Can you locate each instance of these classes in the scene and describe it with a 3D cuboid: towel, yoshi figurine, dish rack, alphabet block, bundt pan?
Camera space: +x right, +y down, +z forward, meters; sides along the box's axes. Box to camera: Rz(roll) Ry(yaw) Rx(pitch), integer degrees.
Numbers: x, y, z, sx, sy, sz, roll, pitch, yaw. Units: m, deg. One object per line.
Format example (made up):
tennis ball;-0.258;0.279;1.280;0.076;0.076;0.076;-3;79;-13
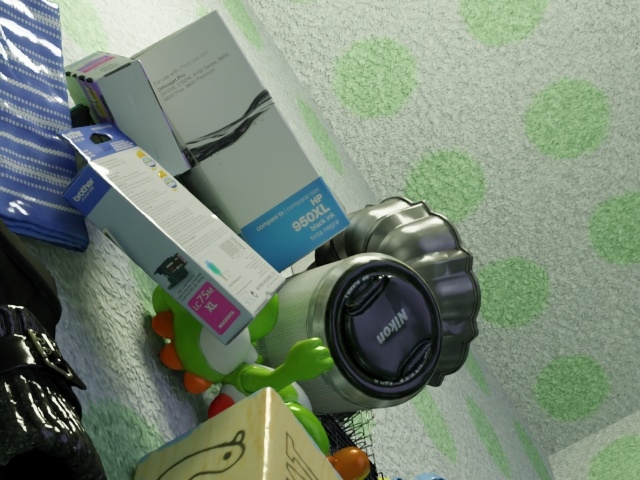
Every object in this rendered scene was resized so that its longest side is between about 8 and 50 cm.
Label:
towel;-0.354;-0.162;1.348;0.243;0.040;0.336;23;54;-63
yoshi figurine;-0.070;0.175;1.582;0.362;0.203;0.203;54;13;2
dish rack;0.023;0.299;1.978;0.208;0.074;0.272;51;17;-32
alphabet block;-0.080;0.312;1.244;0.193;0.192;0.197;53;12;-20
bundt pan;0.097;0.093;1.928;0.124;0.331;0.331;-6;62;-43

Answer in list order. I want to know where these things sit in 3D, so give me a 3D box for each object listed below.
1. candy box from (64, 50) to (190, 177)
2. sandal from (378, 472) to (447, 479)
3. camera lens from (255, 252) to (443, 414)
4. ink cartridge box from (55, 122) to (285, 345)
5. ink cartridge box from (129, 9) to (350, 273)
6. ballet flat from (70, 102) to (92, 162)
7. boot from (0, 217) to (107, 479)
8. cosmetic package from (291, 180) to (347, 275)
candy box;-0.272;-0.168;1.612;0.196;0.070;0.165;25;-38;61
sandal;0.167;0.496;1.943;0.126;0.138;0.317;54;15;-36
camera lens;0.029;0.143;1.736;0.219;0.274;0.220;7;76;-30
ink cartridge box;-0.189;-0.016;1.430;0.311;0.065;0.186;45;15;0
ink cartridge box;-0.148;-0.148;1.898;0.395;0.166;0.285;58;-10;-9
ballet flat;-0.335;-0.123;1.503;0.074;0.074;0.203;59;18;-7
boot;-0.307;0.085;0.983;0.348;0.131;0.260;46;18;-49
cosmetic package;0.000;0.000;2.448;0.107;0.127;0.238;51;17;-35
